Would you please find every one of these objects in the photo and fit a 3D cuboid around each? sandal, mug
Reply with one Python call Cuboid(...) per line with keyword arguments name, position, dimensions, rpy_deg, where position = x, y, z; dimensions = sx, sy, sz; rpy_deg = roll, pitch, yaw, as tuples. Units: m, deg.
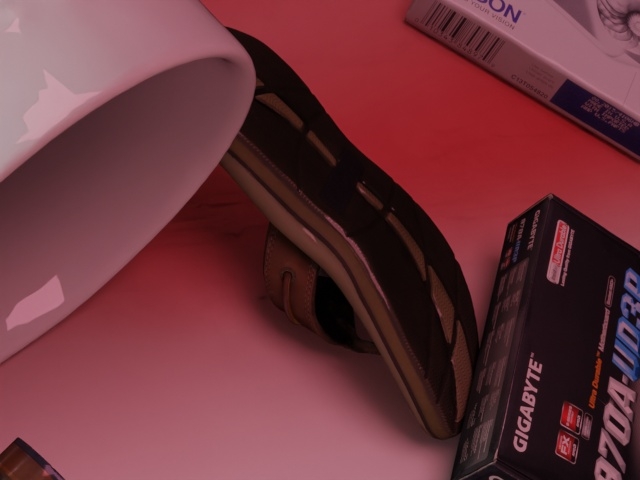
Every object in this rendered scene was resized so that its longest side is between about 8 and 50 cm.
Cuboid(name="sandal", position=(0.000, -0.002, 1.037), dimensions=(0.303, 0.086, 0.120), rpy_deg=(51, 32, -7))
Cuboid(name="mug", position=(-0.279, -0.087, 0.876), dimensions=(0.374, 0.276, 0.328), rpy_deg=(-42, 80, -6))

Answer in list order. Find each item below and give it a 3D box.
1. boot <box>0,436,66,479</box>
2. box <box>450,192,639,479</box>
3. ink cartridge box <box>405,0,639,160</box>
Cuboid(name="boot", position=(-0.124, 0.219, 0.861), dimensions=(0.106, 0.082, 0.219), rpy_deg=(-42, 86, -17))
Cuboid(name="box", position=(0.186, 0.102, 1.065), dimensions=(0.175, 0.051, 0.220), rpy_deg=(32, 50, -17))
Cuboid(name="ink cartridge box", position=(0.201, -0.199, 1.293), dimensions=(0.223, 0.045, 0.224), rpy_deg=(30, 51, -4))
